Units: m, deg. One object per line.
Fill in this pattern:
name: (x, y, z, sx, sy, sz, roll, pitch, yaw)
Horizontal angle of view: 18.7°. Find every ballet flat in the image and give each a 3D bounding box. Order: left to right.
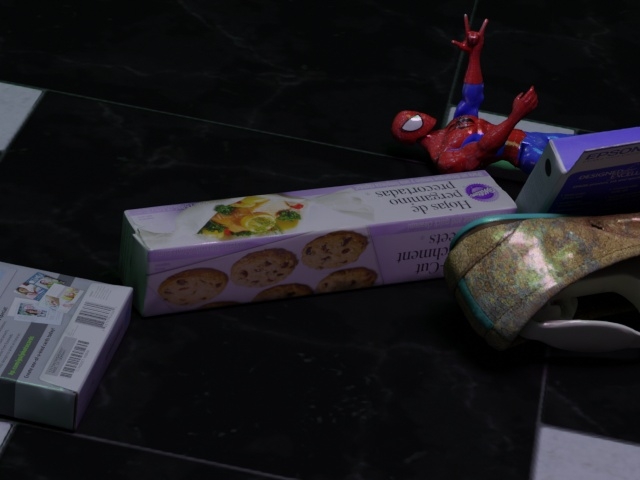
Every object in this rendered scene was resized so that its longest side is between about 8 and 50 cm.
ballet flat: (0.264, 0.028, 1.548, 0.348, 0.123, 0.123, -7, 35, -25)

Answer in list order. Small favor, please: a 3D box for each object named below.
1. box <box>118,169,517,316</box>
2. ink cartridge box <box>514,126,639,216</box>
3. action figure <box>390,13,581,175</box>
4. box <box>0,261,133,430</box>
box: (0.000, 0.000, 1.557, 0.324, 0.067, 0.063, -6, 35, -24)
ink cartridge box: (0.269, -0.057, 1.571, 0.206, 0.208, 0.045, -9, 68, -16)
action figure: (0.204, -0.108, 1.722, 0.280, 0.139, 0.091, 7, 30, 3)
box: (-0.245, 0.066, 1.417, 0.186, 0.038, 0.145, 12, 31, 4)
